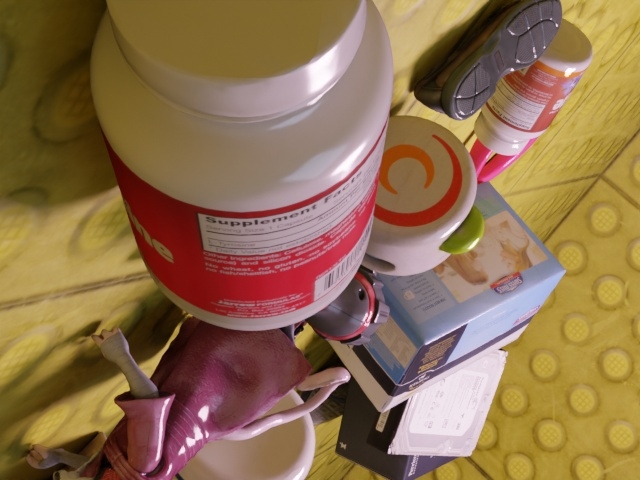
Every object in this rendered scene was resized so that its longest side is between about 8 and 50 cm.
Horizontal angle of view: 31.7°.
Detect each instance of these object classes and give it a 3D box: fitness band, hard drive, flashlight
[{"bbox_3d":[0.331,-0.169,2.073,0.209,0.054,0.291,-51,165,14],"label":"fitness band"},{"bbox_3d":[0.236,0.302,2.194,0.339,0.064,0.237,18,93,-55],"label":"hard drive"},{"bbox_3d":[-0.017,0.063,1.314,0.103,0.103,0.304,-16,166,21],"label":"flashlight"}]

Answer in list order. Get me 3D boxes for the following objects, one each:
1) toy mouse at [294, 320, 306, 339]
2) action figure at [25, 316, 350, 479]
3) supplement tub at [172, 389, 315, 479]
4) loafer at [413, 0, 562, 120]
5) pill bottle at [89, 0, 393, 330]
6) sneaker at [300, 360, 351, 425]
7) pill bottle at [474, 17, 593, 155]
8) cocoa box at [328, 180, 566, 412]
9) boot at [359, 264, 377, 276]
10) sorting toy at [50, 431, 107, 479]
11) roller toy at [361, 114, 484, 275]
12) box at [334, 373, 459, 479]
[{"bbox_3d":[-0.059,0.143,1.860,0.143,0.031,0.161,-51,164,17],"label":"toy mouse"},{"bbox_3d":[-0.185,0.238,1.374,0.370,0.275,0.248,-52,177,-41],"label":"action figure"},{"bbox_3d":[-0.160,0.369,1.777,0.235,0.235,0.325,-34,159,-39],"label":"supplement tub"},{"bbox_3d":[0.233,-0.268,1.571,0.267,0.084,0.096,-42,133,-28],"label":"loafer"},{"bbox_3d":[-0.060,-0.094,0.913,0.229,0.229,0.408,-42,163,-17],"label":"pill bottle"},{"bbox_3d":[0.059,0.311,2.453,0.297,0.111,0.129,-36,166,-32],"label":"sneaker"},{"bbox_3d":[0.325,-0.238,1.762,0.121,0.121,0.216,-34,160,-39],"label":"pill bottle"},{"bbox_3d":[0.201,0.092,1.955,0.347,0.231,0.228,-23,153,-32],"label":"cocoa box"},{"bbox_3d":[0.082,-0.020,1.703,0.229,0.091,0.263,-55,178,-18],"label":"boot"},{"bbox_3d":[-0.333,0.359,1.481,0.193,0.038,0.208,-45,-159,-7],"label":"sorting toy"},{"bbox_3d":[0.108,-0.059,1.514,0.191,0.209,0.146,-9,157,-4],"label":"roller toy"},{"bbox_3d":[0.215,0.296,2.379,0.312,0.179,0.343,-9,113,-53],"label":"box"}]
